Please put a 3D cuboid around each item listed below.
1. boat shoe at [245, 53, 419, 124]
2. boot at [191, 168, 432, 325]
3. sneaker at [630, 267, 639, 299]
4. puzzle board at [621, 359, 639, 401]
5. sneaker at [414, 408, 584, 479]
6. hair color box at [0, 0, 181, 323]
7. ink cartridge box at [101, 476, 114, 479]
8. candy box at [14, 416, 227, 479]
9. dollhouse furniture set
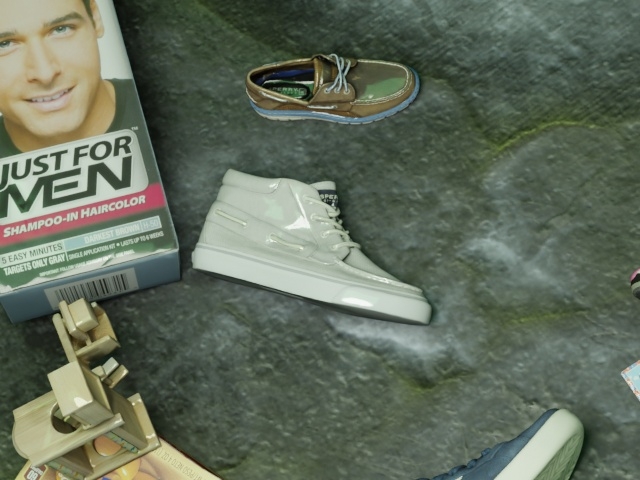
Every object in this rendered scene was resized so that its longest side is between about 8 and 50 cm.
[{"bbox_3d":[0.010,-0.160,1.499,0.183,0.066,0.066,-6,71,12],"label":"boat shoe"},{"bbox_3d":[0.000,0.000,1.432,0.258,0.095,0.123,15,83,19],"label":"boot"},{"bbox_3d":[0.354,0.087,1.324,0.170,0.063,0.075,32,76,15],"label":"sneaker"},{"bbox_3d":[0.363,0.129,1.349,0.128,0.011,0.096,-33,67,2],"label":"puzzle board"},{"bbox_3d":[0.083,0.257,1.315,0.350,0.131,0.148,-43,59,-8],"label":"sneaker"},{"bbox_3d":[-0.280,-0.122,1.496,0.185,0.113,0.374,-14,73,-8],"label":"hair color box"},{"bbox_3d":[-0.150,0.328,1.262,0.223,0.045,0.224,12,62,20],"label":"ink cartridge box"},{"bbox_3d":[-0.239,0.322,1.388,0.183,0.087,0.316,30,80,22],"label":"candy box"},{"bbox_3d":[-0.246,0.123,1.314,0.101,0.182,0.161,-27,66,2],"label":"dollhouse furniture set"}]
